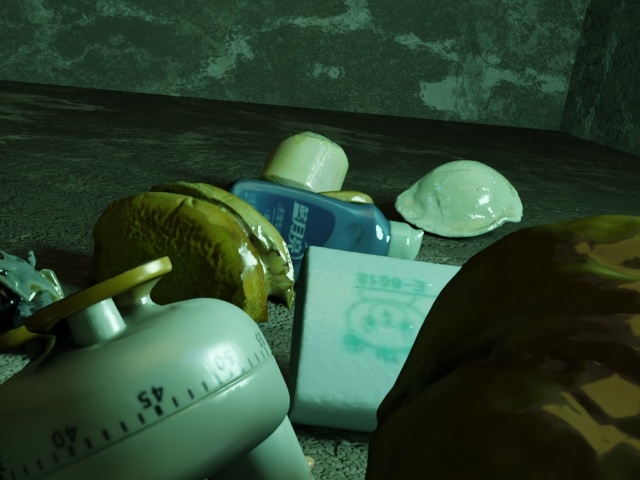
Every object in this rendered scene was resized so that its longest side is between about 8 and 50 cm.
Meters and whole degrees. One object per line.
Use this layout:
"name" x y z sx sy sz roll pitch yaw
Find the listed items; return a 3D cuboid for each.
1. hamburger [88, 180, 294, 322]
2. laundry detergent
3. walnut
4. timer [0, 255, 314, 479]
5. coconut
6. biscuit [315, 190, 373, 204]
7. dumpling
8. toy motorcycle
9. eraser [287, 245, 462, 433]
"hamburger" -0.156 0.005 1.252 0.282 0.157 0.144 14 15 23
"laundry detergent" 0.000 0.000 1.384 0.289 0.143 0.094 7 -7 -7
"walnut" 0.219 0.159 0.607 0.397 0.308 0.354 14 59 24
"timer" -0.127 0.150 0.716 0.233 0.240 0.233 -24 0 0
"coconut" -0.034 -0.105 1.766 0.147 0.153 0.147 22 -18 8
"biscuit" -0.027 -0.039 1.521 0.260 0.041 0.203 -14 -23 40
"dumpling" 0.272 -0.067 1.862 0.252 0.131 0.179 -8 42 -19
"toy motorcycle" -0.365 0.047 1.058 0.229 0.094 0.130 30 12 -12
"eraser" 0.117 0.112 1.013 0.289 0.104 0.189 8 60 -5
